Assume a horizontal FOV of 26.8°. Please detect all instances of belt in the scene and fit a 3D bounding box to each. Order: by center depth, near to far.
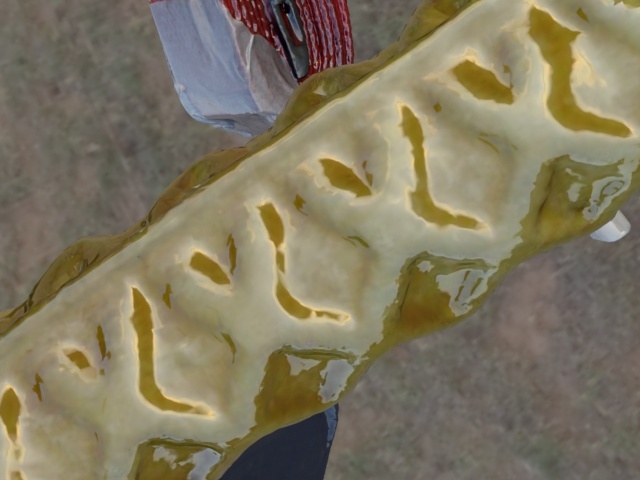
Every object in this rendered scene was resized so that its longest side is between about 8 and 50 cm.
[{"bbox_3d":[-0.061,-0.179,1.090,0.124,0.128,0.201,5,118,49],"label":"belt"}]

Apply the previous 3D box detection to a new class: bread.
[{"bbox_3d":[0.000,0.000,0.375,0.084,0.367,0.077,58,-174,21],"label":"bread"}]

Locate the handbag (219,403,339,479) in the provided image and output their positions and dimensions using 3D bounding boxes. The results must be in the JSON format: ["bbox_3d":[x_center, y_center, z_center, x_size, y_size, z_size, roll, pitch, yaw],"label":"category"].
[{"bbox_3d":[-0.140,0.264,1.045,0.122,0.303,0.329,25,118,33],"label":"handbag"}]

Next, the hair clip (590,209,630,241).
[{"bbox_3d":[0.142,-0.073,0.978,0.226,0.034,0.072,45,170,45],"label":"hair clip"}]
